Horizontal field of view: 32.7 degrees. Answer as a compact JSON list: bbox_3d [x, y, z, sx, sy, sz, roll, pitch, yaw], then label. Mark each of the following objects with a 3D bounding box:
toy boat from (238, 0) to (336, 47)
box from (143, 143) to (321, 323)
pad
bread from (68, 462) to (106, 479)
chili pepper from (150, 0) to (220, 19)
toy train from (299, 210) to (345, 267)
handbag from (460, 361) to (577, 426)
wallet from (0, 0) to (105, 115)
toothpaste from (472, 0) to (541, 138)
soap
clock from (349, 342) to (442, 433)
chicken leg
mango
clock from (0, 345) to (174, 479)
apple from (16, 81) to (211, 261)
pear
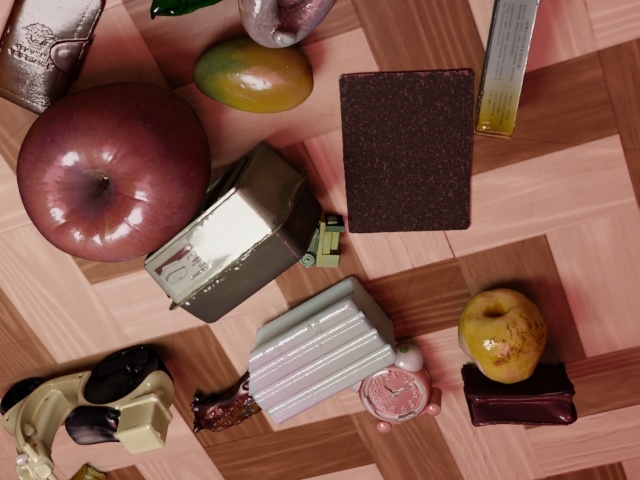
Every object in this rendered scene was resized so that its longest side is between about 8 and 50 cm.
[{"bbox_3d":[-0.032,-0.371,1.589,0.155,0.085,0.227,3,137,-37],"label":"toy boat"},{"bbox_3d":[-0.143,-0.010,1.839,0.290,0.220,0.166,-36,107,28],"label":"box"},{"bbox_3d":[0.147,-0.143,1.851,0.220,0.004,0.330,-1,129,4],"label":"pad"},{"bbox_3d":[-0.524,0.569,2.382,0.069,0.128,0.140,31,123,-15],"label":"bread"},{"bbox_3d":[-0.169,-0.389,1.627,0.224,0.061,0.098,-23,138,16],"label":"chili pepper"},{"bbox_3d":[0.000,0.000,1.947,0.081,0.050,0.122,4,129,-6],"label":"toy train"},{"bbox_3d":[0.373,0.290,2.067,0.203,0.216,0.074,-2,100,3],"label":"handbag"},{"bbox_3d":[-0.434,-0.312,1.720,0.137,0.031,0.255,23,126,-15],"label":"wallet"},{"bbox_3d":[0.285,-0.307,1.659,0.071,0.089,0.313,8,130,5],"label":"toothpaste"},{"bbox_3d":[-0.011,0.209,2.068,0.289,0.095,0.173,-31,116,18],"label":"soap"},{"bbox_3d":[0.145,0.279,2.150,0.166,0.093,0.162,-23,116,20],"label":"clock"},{"bbox_3d":[-0.180,0.327,2.214,0.234,0.063,0.105,-28,127,20],"label":"chicken leg"},{"bbox_3d":[-0.107,-0.259,1.718,0.194,0.092,0.130,-1,138,16],"label":"mango"},{"bbox_3d":[-0.463,0.339,2.105,0.379,0.276,0.120,-20,124,13],"label":"clock"},{"bbox_3d":[-0.324,-0.114,1.737,0.305,0.235,0.306,2,107,7],"label":"apple"},{"bbox_3d":[0.334,0.179,2.004,0.178,0.178,0.178,1,129,1],"label":"pear"}]
